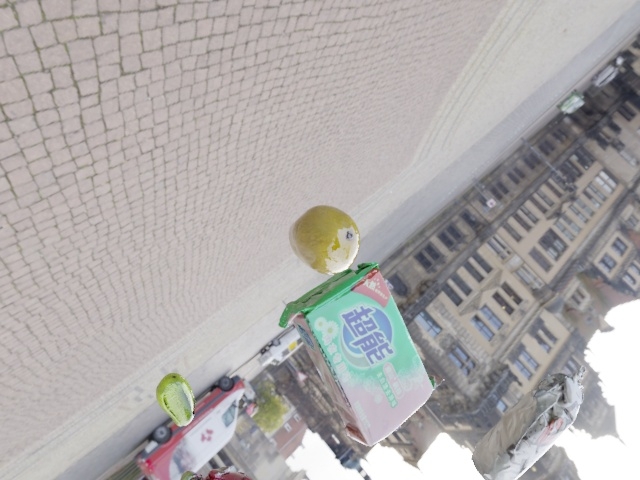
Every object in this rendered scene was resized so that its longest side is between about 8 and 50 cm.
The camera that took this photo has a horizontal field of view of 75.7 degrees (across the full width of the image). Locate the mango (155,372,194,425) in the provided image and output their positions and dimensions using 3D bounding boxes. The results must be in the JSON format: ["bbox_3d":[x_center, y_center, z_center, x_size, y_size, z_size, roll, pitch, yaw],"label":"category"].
[{"bbox_3d":[-0.405,0.447,1.156,0.091,0.165,0.074,-14,-161,-10],"label":"mango"}]

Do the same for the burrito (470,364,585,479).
[{"bbox_3d":[0.482,0.446,0.964,0.139,0.101,0.446,-49,161,-52],"label":"burrito"}]

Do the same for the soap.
[{"bbox_3d":[0.075,0.187,0.704,0.217,0.274,0.098,-30,-167,-27],"label":"soap"}]

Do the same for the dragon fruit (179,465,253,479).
[{"bbox_3d":[-0.264,0.699,1.076,0.198,0.272,0.218,-68,-159,-2],"label":"dragon fruit"}]

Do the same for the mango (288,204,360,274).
[{"bbox_3d":[0.005,0.007,1.163,0.142,0.195,0.331,-27,179,-21],"label":"mango"}]
